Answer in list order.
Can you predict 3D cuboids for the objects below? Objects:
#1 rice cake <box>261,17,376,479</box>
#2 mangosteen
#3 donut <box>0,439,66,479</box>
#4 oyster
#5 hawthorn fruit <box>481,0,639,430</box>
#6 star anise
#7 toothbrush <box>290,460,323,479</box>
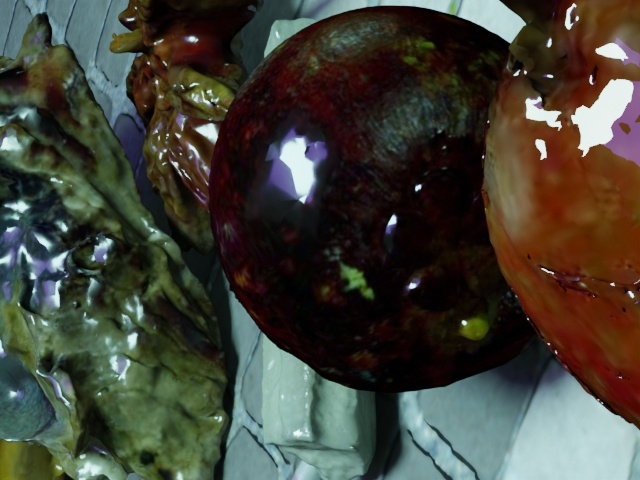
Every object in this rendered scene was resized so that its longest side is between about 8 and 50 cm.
[{"bbox_3d":[0.000,0.000,0.804,0.052,0.057,0.256,-14,62,26],"label":"rice cake"},{"bbox_3d":[0.031,-0.024,0.659,0.184,0.172,0.172,-92,25,-61],"label":"mangosteen"},{"bbox_3d":[-0.334,0.163,1.207,0.449,0.198,0.449,-26,60,56],"label":"donut"},{"bbox_3d":[-0.200,0.036,0.967,0.221,0.096,0.361,-36,76,30],"label":"oyster"},{"bbox_3d":[0.118,-0.021,0.421,0.181,0.235,0.181,-49,30,42],"label":"hawthorn fruit"},{"bbox_3d":[-0.082,-0.118,0.916,0.288,0.088,0.288,168,90,-75],"label":"star anise"},{"bbox_3d":[-0.050,0.209,0.866,0.286,0.020,0.025,-61,42,32],"label":"toothbrush"}]
